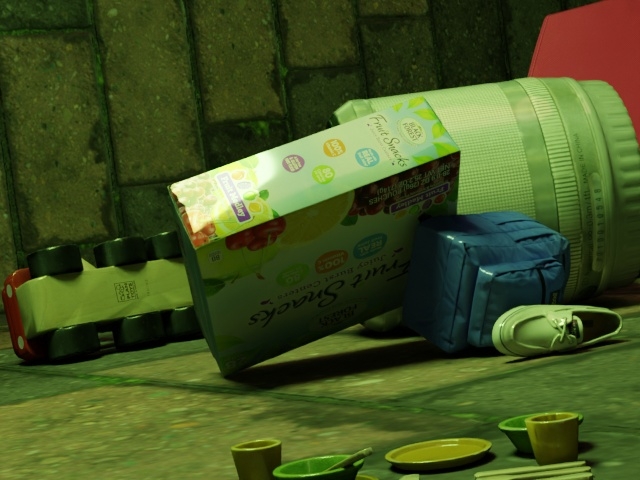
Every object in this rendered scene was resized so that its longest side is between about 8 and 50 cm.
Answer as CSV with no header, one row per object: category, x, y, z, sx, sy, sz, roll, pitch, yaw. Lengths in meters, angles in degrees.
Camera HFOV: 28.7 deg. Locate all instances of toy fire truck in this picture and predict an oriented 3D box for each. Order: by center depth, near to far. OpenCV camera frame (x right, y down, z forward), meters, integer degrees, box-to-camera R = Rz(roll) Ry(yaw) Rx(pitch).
toy fire truck,-0.275,0.064,1.448,0.217,0.159,0.246,-9,-10,-37

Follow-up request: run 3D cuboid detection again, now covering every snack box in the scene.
snack box,0.000,0.000,0.959,0.207,0.070,0.174,-19,-36,-12

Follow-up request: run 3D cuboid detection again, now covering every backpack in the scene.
backpack,0.135,0.035,0.943,0.120,0.098,0.101,-9,31,-39

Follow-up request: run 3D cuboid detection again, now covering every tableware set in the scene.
tableware set,0.037,0.089,0.530,0.154,0.024,0.104,-8,1,6

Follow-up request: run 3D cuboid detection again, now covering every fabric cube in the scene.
fabric cube,0.416,-0.132,1.493,0.259,0.254,0.258,23,-14,-30

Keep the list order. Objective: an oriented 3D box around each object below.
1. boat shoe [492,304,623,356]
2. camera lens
boat shoe,0.166,0.061,0.865,0.100,0.035,0.035,-1,-5,-29
camera lens,0.142,-0.035,1.178,0.274,0.220,0.219,-8,1,-4
